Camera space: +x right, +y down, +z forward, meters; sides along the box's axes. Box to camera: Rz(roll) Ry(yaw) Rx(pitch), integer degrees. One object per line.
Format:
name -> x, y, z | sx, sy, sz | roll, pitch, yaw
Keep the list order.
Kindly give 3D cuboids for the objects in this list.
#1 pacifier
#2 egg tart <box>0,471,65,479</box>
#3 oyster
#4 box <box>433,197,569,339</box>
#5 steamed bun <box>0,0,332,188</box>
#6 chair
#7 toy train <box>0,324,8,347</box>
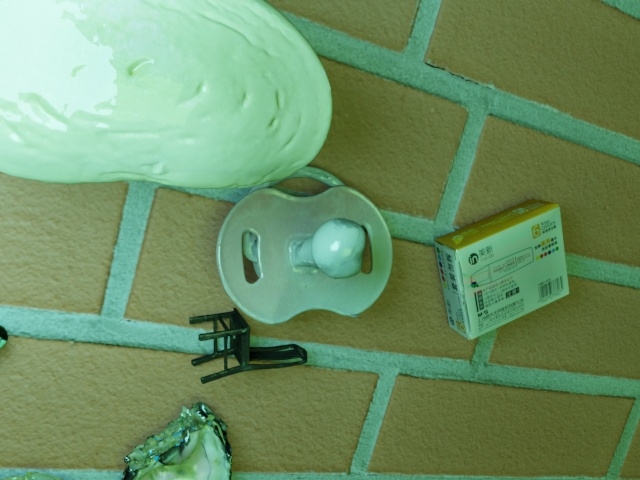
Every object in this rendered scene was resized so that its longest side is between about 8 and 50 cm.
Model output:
pacifier -> -0.011, 0.019, 1.157 | 0.332, 0.273, 0.220 | -3, 123, -24
egg tart -> -0.509, 0.543, 1.133 | 0.315, 0.120, 0.315 | -8, 110, -23
oyster -> -0.260, 0.418, 1.234 | 0.198, 0.092, 0.260 | 15, 108, -28
box -> 0.382, 0.056, 1.417 | 0.273, 0.091, 0.221 | -20, 112, -19
steamed bun -> -0.242, -0.228, 0.881 | 0.455, 0.371, 0.290 | -3, 106, -28
chair -> -0.123, 0.180, 1.225 | 0.212, 0.084, 0.101 | -8, 113, -23
toy train -> -0.570, 0.173, 1.022 | 0.170, 0.071, 0.111 | -47, 126, -5
